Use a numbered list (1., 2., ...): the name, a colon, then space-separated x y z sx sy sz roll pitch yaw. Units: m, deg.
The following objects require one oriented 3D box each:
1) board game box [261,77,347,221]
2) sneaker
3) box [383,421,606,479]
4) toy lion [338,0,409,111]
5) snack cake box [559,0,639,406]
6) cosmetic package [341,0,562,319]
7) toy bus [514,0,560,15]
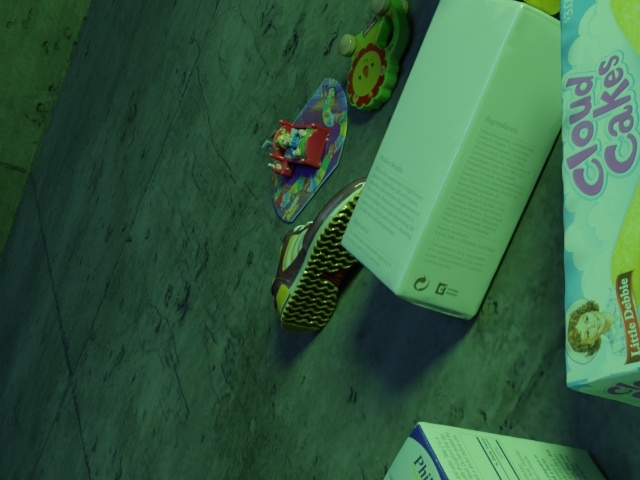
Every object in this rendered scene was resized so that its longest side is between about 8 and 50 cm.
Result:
1. board game box: -0.028 -0.105 1.080 0.169 0.033 0.133 -50 36 40
2. sneaker: 0.000 0.000 0.933 0.185 0.069 0.084 -57 37 27
3. box: 0.115 0.179 0.545 0.072 0.137 0.126 -62 29 23
4. toy lion: 0.057 -0.184 0.971 0.100 0.034 0.096 -47 44 41
5. snack cake box: 0.216 -0.050 0.532 0.152 0.089 0.264 -28 52 54
6. cosmetic package: 0.110 -0.070 0.751 0.231 0.085 0.117 -66 28 12
7. toy bus: 0.118 -0.303 0.722 0.149 0.211 0.220 -51 37 35
